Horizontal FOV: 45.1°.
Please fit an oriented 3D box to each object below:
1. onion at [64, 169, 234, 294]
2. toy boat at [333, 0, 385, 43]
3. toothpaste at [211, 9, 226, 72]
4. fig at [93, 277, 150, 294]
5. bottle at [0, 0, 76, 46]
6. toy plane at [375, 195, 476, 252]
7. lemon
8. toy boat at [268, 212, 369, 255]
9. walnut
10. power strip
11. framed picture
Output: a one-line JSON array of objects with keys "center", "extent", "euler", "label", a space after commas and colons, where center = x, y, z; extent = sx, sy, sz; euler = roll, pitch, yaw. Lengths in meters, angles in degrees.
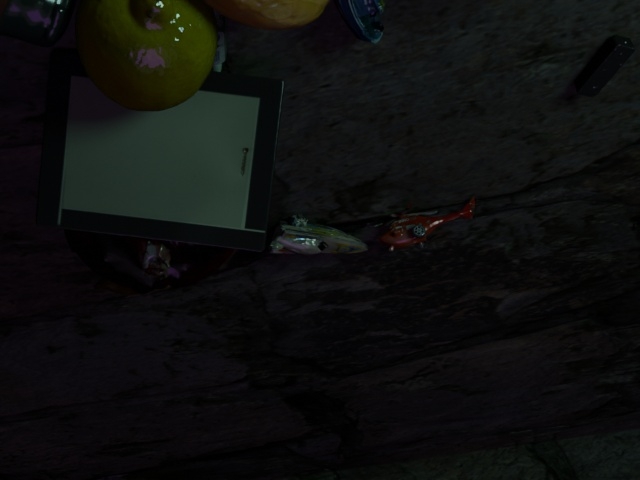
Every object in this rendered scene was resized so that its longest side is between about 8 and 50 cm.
[{"center": [-0.277, -0.043, 1.265], "extent": [0.314, 0.232, 0.314], "euler": [-2, 123, -3], "label": "onion"}, {"center": [0.057, -0.332, 1.063], "extent": [0.061, 0.060, 0.137], "euler": [-3, 143, 29], "label": "toy boat"}, {"center": [-0.150, -0.315, 1.082], "extent": [0.049, 0.031, 0.204], "euler": [-5, 143, -8], "label": "toothpaste"}, {"center": [-0.379, 0.065, 1.512], "extent": [0.154, 0.103, 0.109], "euler": [-32, 115, 19], "label": "fig"}, {"center": [-0.463, -0.332, 0.915], "extent": [0.336, 0.144, 0.144], "euler": [19, 137, -31], "label": "bottle"}, {"center": [0.210, -0.028, 1.502], "extent": [0.194, 0.077, 0.126], "euler": [-7, 154, -15], "label": "toy plane"}, {"center": [-0.229, -0.263, 1.017], "extent": [0.184, 0.184, 0.248], "euler": [7, 160, -17], "label": "lemon"}, {"center": [0.000, 0.000, 1.510], "extent": [0.210, 0.066, 0.084], "euler": [8, 143, -20], "label": "toy boat"}, {"center": [-0.071, -0.344, 0.949], "extent": [0.206, 0.159, 0.159], "euler": [9, 142, -31], "label": "walnut"}, {"center": [0.450, -0.277, 1.224], "extent": [0.038, 0.029, 0.111], "euler": [8, 144, -19], "label": "power strip"}, {"center": [-0.238, -0.130, 1.146], "extent": [0.347, 0.265, 0.016], "euler": [6, -175, -4], "label": "framed picture"}]
